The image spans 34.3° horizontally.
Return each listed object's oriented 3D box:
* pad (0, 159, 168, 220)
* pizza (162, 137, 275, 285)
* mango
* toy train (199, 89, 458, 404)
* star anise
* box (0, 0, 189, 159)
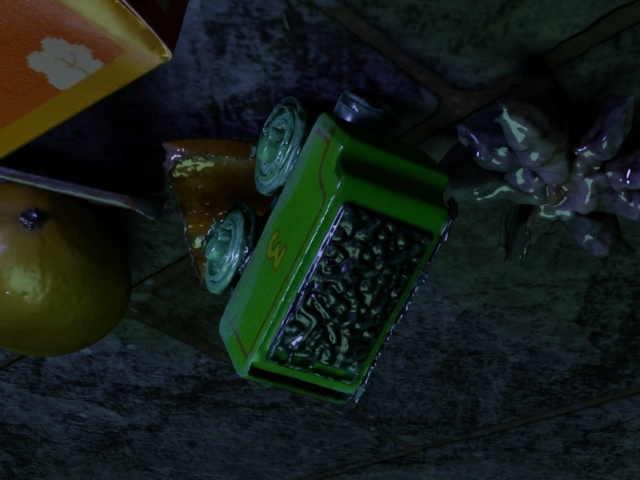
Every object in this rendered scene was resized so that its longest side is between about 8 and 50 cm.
[{"bbox_3d":[-0.274,-0.063,0.892,0.287,0.018,0.284,14,-178,-9],"label":"pad"},{"bbox_3d":[-0.083,-0.031,0.991,0.201,0.053,0.193,19,134,-30],"label":"pizza"},{"bbox_3d":[-0.295,0.045,1.093,0.195,0.142,0.331,11,158,0],"label":"mango"},{"bbox_3d":[0.000,0.000,0.856,0.133,0.188,0.243,19,106,-26],"label":"toy train"},{"bbox_3d":[0.194,-0.058,0.859,0.229,0.093,0.236,-6,147,21],"label":"star anise"},{"bbox_3d":[-0.193,-0.226,0.505,0.214,0.283,0.259,-19,139,35],"label":"box"}]
